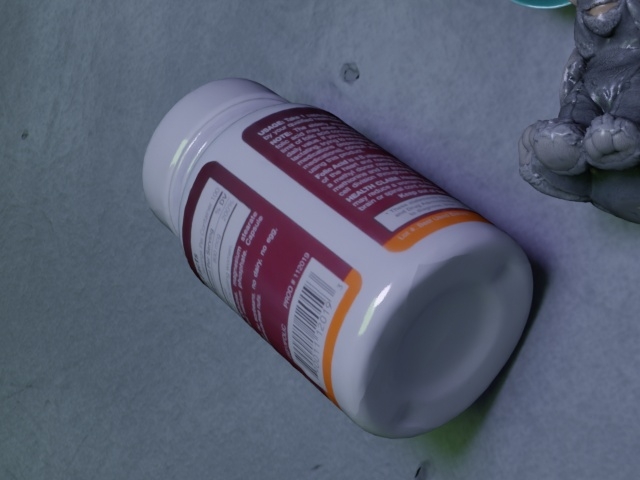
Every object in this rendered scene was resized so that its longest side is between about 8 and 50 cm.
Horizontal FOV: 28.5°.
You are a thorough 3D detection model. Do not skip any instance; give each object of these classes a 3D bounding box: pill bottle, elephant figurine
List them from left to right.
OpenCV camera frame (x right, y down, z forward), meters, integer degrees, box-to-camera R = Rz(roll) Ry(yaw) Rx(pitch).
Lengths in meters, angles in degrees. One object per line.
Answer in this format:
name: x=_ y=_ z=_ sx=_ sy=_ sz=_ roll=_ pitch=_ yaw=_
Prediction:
pill bottle: x=0.000 y=0.000 z=1.251 sx=0.392 sy=0.224 sz=0.224 roll=39 pitch=115 yaw=41
elephant figurine: x=0.261 y=-0.149 z=1.043 sx=0.186 sy=0.169 sz=0.239 roll=89 pitch=-168 yaw=-66

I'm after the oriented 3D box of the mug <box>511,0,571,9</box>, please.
mug: x=0.216 y=-0.272 z=1.128 sx=0.129 sy=0.097 sz=0.158 roll=-28 pitch=103 yaw=34
